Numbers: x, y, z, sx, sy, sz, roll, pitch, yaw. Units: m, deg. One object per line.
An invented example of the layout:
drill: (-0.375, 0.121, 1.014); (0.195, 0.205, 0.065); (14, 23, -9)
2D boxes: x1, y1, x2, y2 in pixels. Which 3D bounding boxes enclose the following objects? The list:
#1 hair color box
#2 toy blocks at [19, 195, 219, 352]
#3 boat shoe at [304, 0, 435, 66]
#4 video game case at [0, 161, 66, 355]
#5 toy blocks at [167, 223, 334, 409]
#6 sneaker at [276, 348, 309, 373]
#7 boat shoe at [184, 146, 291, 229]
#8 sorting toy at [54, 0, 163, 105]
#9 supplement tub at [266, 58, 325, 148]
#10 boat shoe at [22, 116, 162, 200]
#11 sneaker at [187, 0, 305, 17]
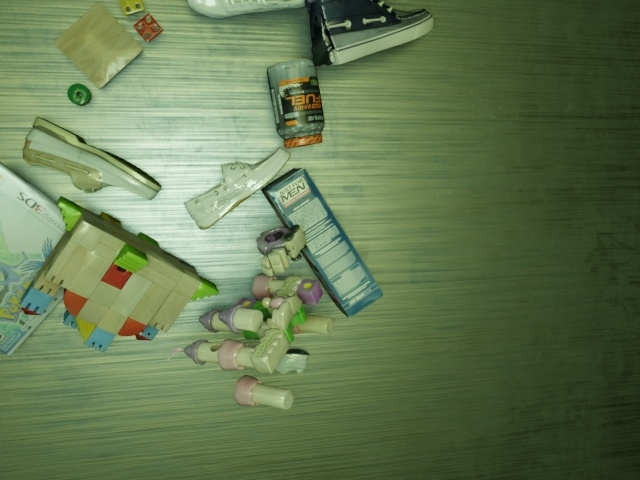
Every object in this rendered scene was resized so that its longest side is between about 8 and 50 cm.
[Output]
hair color box: (0.000, 0.000, 1.327); (0.105, 0.174, 0.347); (-33, 101, -6)
toy blocks: (-0.460, 0.116, 1.236); (0.381, 0.191, 0.261); (33, 95, -30)
boat shoe: (0.119, -0.519, 1.282); (0.341, 0.127, 0.158); (-28, 117, -27)
video game case: (-0.683, 0.044, 1.205); (0.329, 0.036, 0.300); (-49, 120, -7)
toy blocks: (-0.164, 0.160, 1.235); (0.288, 0.260, 0.309); (-55, 137, -43)
sneaker: (-0.104, 0.300, 1.398); (0.152, 0.054, 0.061); (10, 96, -13)
boat shoe: (-0.196, -0.141, 1.309); (0.277, 0.098, 0.096); (-39, 103, -4)
sorting toy: (-0.480, -0.432, 1.245); (0.274, 0.046, 0.132); (-44, 102, -4)
supplement tub: (-0.054, -0.316, 1.312); (0.117, 0.117, 0.190); (-12, 98, -11)
boat shoe: (-0.503, -0.156, 1.243); (0.302, 0.113, 0.103); (28, 91, -3)
sneaker: (-0.145, -0.566, 1.246); (0.305, 0.152, 0.114); (-12, 111, -10)
